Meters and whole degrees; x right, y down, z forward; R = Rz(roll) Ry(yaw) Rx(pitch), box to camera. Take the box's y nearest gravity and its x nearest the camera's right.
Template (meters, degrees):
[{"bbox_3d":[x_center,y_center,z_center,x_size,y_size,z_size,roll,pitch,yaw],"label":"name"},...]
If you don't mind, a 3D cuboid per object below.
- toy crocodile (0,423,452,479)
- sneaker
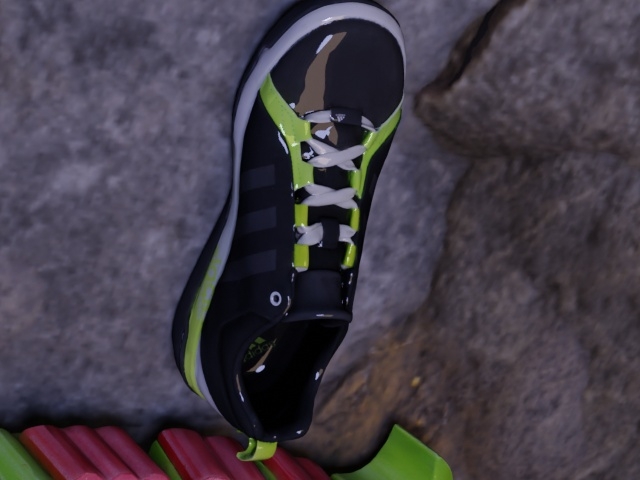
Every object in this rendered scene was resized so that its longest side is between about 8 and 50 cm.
[{"bbox_3d":[-0.072,0.141,0.911,0.340,0.115,0.105,10,109,-36],"label":"toy crocodile"},{"bbox_3d":[0.000,0.000,0.866,0.084,0.097,0.235,1,120,-30],"label":"sneaker"}]
